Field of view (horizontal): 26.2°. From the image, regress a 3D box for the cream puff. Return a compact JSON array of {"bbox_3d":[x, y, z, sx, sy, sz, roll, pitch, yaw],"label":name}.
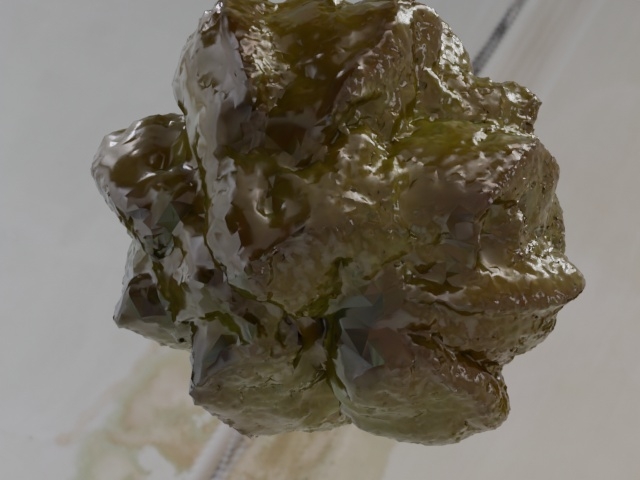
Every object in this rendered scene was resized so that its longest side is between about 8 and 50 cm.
[{"bbox_3d":[0.003,-0.006,0.689,0.244,0.196,0.244,-12,-112,33],"label":"cream puff"}]
